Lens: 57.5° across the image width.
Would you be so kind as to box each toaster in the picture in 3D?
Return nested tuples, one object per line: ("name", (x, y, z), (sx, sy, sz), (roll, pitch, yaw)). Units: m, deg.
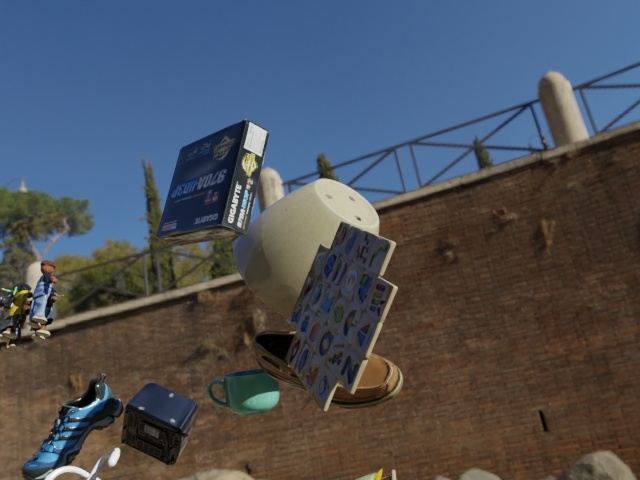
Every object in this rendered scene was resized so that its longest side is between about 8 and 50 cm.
("toaster", (-0.415, 0.482, 1.521), (0.186, 0.110, 0.168), (23, -54, 6))

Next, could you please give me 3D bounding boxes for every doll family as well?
("doll family", (-0.485, 0.107, 0.978), (0.193, 0.111, 0.076), (-20, -40, 26))

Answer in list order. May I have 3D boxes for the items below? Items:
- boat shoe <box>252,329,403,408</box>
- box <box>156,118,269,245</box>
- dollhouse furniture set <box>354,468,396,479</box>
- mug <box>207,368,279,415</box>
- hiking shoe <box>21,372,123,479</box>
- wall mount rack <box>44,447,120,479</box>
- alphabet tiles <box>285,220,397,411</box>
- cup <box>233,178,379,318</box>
("boat shoe", (0.000, 0.236, 1.103), (0.307, 0.110, 0.104), (1, -43, 30))
("box", (-0.180, -0.088, 0.956), (0.051, 0.175, 0.220), (22, -18, -37))
("dollhouse furniture set", (0.040, 0.538, 1.095), (0.198, 0.151, 0.301), (-19, 26, 15))
("mug", (-0.176, 0.367, 1.405), (0.158, 0.097, 0.129), (-10, -7, 25))
("hiking shoe", (-0.687, 0.504, 1.576), (0.113, 0.132, 0.304), (2, 34, 38))
("wall mount rack", (-0.416, 0.607, 1.165), (0.350, 0.304, 0.130), (42, -50, -17))
("alphabet tiles", (0.024, 0.115, 0.995), (0.011, 0.285, 0.342), (21, 3, -21))
("cup", (0.000, 0.000, 1.336), (0.331, 0.331, 0.237), (6, -52, -43))
